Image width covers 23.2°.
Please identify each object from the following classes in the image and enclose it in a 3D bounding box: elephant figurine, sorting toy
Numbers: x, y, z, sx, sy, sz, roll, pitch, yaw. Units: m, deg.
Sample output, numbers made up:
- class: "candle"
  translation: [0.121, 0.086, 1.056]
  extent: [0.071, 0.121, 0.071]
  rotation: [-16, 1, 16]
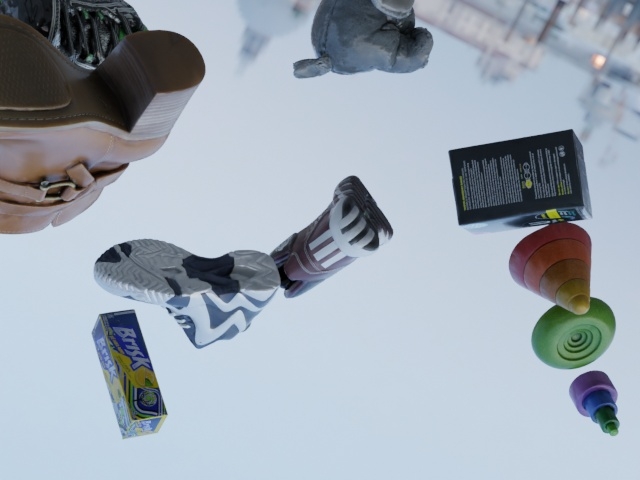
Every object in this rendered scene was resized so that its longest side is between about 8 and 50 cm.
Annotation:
- class: "elephant figurine"
  translation: [0.066, -0.335, 1.922]
  extent: [0.169, 0.239, 0.186]
  rotation: [6, -149, 5]
- class: "sorting toy"
  translation: [0.369, 0.145, 2.178]
  extent: [0.126, 0.127, 0.365]
  rotation: [-112, -1, -52]

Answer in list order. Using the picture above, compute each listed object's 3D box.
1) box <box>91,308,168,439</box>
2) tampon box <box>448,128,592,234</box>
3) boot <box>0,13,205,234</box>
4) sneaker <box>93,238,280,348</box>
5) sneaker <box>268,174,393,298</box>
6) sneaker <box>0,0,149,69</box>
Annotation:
- class: "box"
  translation: [-0.262, 0.181, 2.124]
  extent: [0.054, 0.059, 0.169]
  rotation: [-7, -120, -27]
- class: "tampon box"
  translation: [0.257, -0.071, 1.991]
  extent: [0.161, 0.101, 0.120]
  rotation: [-9, 172, 15]
- class: "boot"
  translation: [-0.252, -0.085, 1.266]
  extent: [0.283, 0.220, 0.109]
  rotation: [-15, -110, -43]
- class: "sneaker"
  translation: [-0.180, 0.079, 1.973]
  extent: [0.235, 0.153, 0.094]
  rotation: [-2, -131, -24]
- class: "sneaker"
  translation: [0.000, 0.000, 2.091]
  extent: [0.106, 0.162, 0.281]
  rotation: [57, -169, 0]
- class: "sneaker"
  translation: [-0.228, -0.198, 1.447]
  extent: [0.146, 0.134, 0.343]
  rotation: [8, -177, 2]
